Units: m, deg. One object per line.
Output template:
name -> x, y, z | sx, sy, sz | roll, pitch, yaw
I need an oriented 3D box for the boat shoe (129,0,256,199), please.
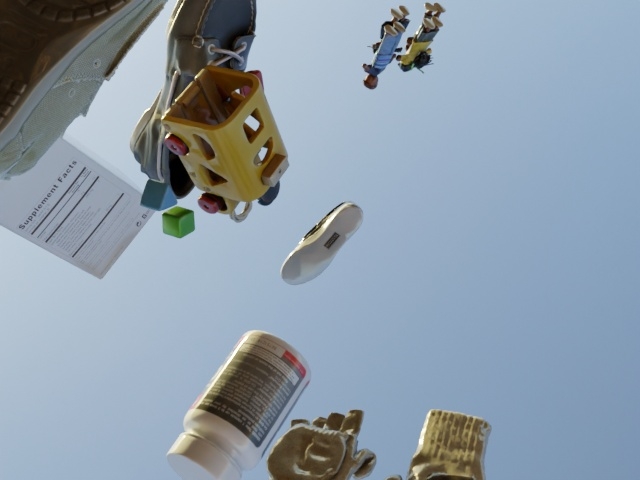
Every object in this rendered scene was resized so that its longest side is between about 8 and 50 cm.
boat shoe -> -0.142, -0.186, 0.993 | 0.112, 0.335, 0.095 | -17, -118, -41

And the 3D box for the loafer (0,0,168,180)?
loafer -> -0.204, -0.153, 0.623 | 0.102, 0.092, 0.268 | 35, -109, 7

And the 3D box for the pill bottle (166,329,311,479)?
pill bottle -> -0.151, 0.321, 1.502 | 0.161, 0.161, 0.283 | 14, -130, 29

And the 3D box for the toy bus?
toy bus -> -0.089, -0.093, 0.904 | 0.104, 0.202, 0.191 | 17, -75, 29

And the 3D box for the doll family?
doll family -> 0.126, -0.302, 1.268 | 0.193, 0.111, 0.076 | -15, -118, -37

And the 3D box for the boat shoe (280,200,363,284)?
boat shoe -> 0.000, 0.000, 1.745 | 0.228, 0.080, 0.076 | -49, -162, 12

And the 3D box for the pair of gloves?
pair of gloves -> 0.059, 0.252, 0.841 | 0.240, 0.042, 0.204 | 1, -150, 11

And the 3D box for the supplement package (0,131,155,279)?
supplement package -> -0.464, -0.093, 1.393 | 0.175, 0.293, 0.177 | -51, -131, -1
